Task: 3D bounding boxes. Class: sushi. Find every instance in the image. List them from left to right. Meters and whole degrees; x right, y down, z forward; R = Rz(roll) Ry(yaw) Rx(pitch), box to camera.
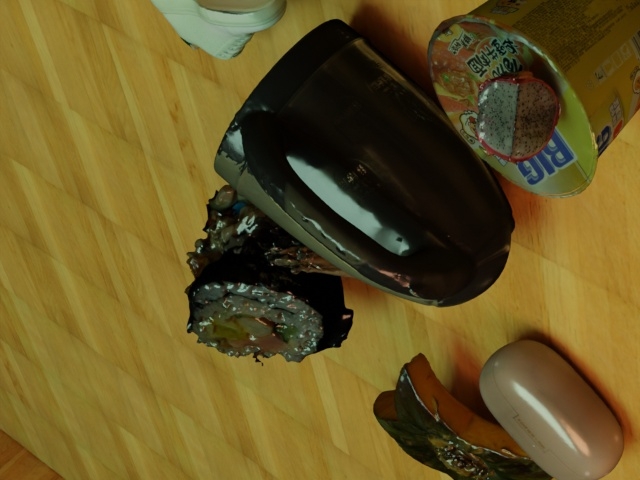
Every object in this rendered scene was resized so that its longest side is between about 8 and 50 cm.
[{"bbox_3d":[-0.074,0.034,2.427,0.225,0.218,0.238,20,138,-25],"label":"sushi"}]

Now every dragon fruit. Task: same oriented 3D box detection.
[{"bbox_3d":[0.175,-0.114,1.593,0.056,0.060,0.083,23,118,52],"label":"dragon fruit"}]

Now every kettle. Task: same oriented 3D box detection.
[{"bbox_3d":[0.058,-0.052,1.965,0.324,0.321,0.228,40,113,8],"label":"kettle"}]

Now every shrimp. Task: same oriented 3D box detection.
[{"bbox_3d":[0.000,0.000,2.127,0.152,0.219,0.046,36,114,40],"label":"shrimp"}]

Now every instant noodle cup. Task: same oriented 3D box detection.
[{"bbox_3d":[0.223,-0.166,1.684,0.205,0.153,0.205,38,155,22],"label":"instant noodle cup"}]

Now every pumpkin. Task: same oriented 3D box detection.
[{"bbox_3d":[0.190,0.264,2.413,0.258,0.095,0.290,33,162,6],"label":"pumpkin"}]

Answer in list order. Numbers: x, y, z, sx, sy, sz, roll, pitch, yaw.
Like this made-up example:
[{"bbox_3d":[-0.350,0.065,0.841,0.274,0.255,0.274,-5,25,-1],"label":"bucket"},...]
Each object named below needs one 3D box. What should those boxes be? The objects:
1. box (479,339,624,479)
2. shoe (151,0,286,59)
[{"bbox_3d":[0.281,0.210,2.193,0.200,0.088,0.146,47,154,2],"label":"box"},{"bbox_3d":[-0.104,-0.269,2.156,0.265,0.095,0.110,22,150,54],"label":"shoe"}]
